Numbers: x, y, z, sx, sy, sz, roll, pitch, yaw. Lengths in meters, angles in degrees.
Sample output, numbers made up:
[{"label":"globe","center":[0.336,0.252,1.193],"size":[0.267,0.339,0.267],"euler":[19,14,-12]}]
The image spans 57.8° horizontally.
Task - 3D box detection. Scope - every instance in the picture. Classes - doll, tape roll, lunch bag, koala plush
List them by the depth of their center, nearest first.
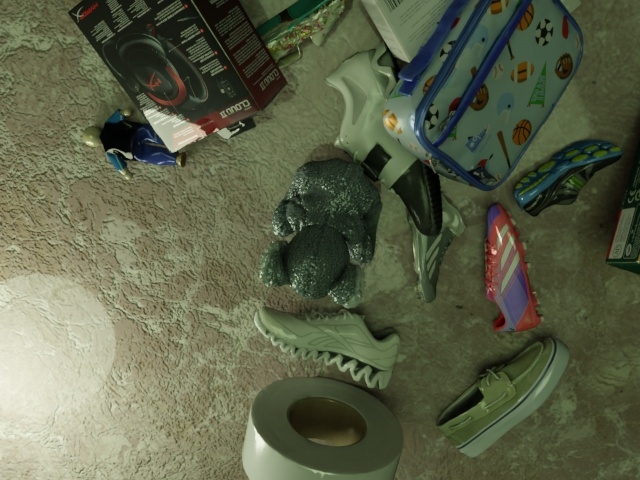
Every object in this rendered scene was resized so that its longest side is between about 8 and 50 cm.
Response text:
[{"label":"lunch bag","center":[0.236,-0.230,0.849],"size":[0.243,0.115,0.303],"euler":[29,93,-39]},{"label":"koala plush","center":[0.000,0.000,0.947],"size":[0.196,0.221,0.203],"euler":[20,145,1]},{"label":"doll","center":[-0.339,-0.173,1.048],"size":[0.188,0.046,0.129],"euler":[10,106,1]},{"label":"tape roll","center":[0.004,0.366,1.058],"size":[0.286,0.286,0.100],"euler":[11,108,1]}]

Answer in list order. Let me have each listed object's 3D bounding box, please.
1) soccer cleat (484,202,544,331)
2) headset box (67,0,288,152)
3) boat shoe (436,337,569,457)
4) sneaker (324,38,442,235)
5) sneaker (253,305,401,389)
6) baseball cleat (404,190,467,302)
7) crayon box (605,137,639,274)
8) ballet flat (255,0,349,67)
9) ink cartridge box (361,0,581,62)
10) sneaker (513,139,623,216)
[{"label":"soccer cleat","center":[0.330,0.056,1.045],"size":[0.095,0.083,0.248],"euler":[-18,107,15]},{"label":"headset box","center":[-0.210,-0.286,0.909],"size":[0.218,0.110,0.293],"euler":[-16,119,36]},{"label":"boat shoe","center":[0.340,0.292,1.100],"size":[0.094,0.109,0.302],"euler":[35,109,-4]},{"label":"sneaker","center":[0.106,-0.153,0.981],"size":[0.146,0.122,0.331],"euler":[-20,89,20]},{"label":"sneaker","center":[0.017,0.175,1.100],"size":[0.292,0.110,0.118],"euler":[23,100,-11]},{"label":"baseball cleat","center":[0.213,0.013,1.044],"size":[0.109,0.072,0.206],"euler":[-8,107,8]},{"label":"crayon box","center":[0.659,-0.089,0.899],"size":[0.313,0.106,0.363],"euler":[18,86,-1]},{"label":"ballet flat","center":[-0.041,-0.346,0.964],"size":[0.241,0.091,0.077],"euler":[-26,133,16]},{"label":"ink cartridge box","center":[0.234,-0.379,0.894],"size":[0.296,0.066,0.261],"euler":[-42,126,1]},{"label":"sneaker","center":[0.427,-0.108,1.001],"size":[0.188,0.067,0.078],"euler":[-33,123,12]}]
